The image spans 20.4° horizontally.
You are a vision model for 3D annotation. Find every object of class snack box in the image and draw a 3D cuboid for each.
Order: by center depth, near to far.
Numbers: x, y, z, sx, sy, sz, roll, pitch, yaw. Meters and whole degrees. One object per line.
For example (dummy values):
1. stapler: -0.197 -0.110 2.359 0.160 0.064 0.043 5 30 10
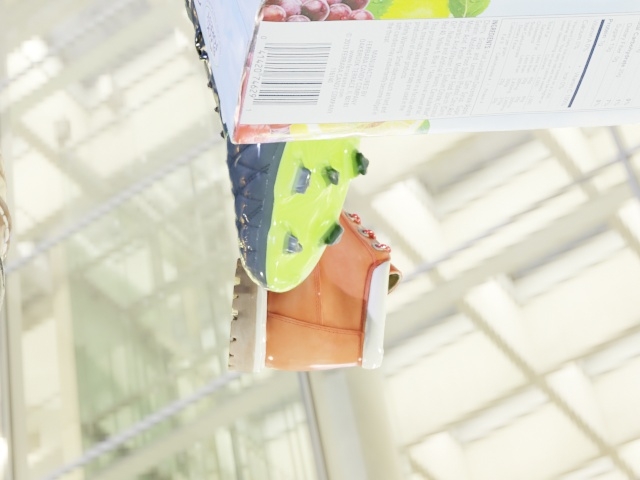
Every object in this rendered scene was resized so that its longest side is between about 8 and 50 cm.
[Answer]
1. snack box: 0.057 -0.119 0.593 0.207 0.174 0.070 -4 -38 -15

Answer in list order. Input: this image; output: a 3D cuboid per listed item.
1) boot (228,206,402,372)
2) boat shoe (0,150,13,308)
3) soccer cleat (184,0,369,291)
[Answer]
1. boot: 0.000 0.000 0.910 0.085 0.158 0.059 3 -34 0
2. boat shoe: -0.294 0.005 0.835 0.324 0.120 0.122 -3 -48 9
3. soccer cleat: -0.020 -0.071 0.693 0.060 0.072 0.179 -10 -73 -56
